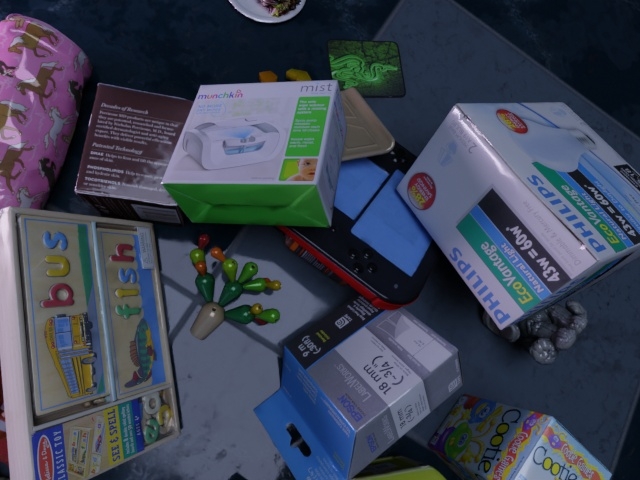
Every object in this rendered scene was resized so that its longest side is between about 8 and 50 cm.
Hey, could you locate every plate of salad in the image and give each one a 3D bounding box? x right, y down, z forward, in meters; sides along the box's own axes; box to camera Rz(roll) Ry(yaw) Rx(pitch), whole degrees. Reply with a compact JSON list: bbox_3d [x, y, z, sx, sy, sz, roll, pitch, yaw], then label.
[{"bbox_3d":[-0.127,-0.604,1.042,0.199,0.048,0.200,3,78,-13],"label":"plate of salad"}]

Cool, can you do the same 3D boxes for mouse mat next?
[{"bbox_3d":[0.112,-0.418,1.083,0.189,0.007,0.153,-5,80,-13],"label":"mouse mat"}]

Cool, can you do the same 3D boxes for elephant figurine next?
[{"bbox_3d":[0.435,0.140,0.978,0.239,0.186,0.169,39,34,23],"label":"elephant figurine"}]

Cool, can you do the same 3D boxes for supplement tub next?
[{"bbox_3d":[0.000,0.000,0.919,0.197,0.106,0.106,35,73,-5],"label":"supplement tub"}]

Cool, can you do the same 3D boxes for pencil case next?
[{"bbox_3d":[-0.551,-0.203,0.803,0.160,0.167,0.386,10,75,6],"label":"pencil case"}]

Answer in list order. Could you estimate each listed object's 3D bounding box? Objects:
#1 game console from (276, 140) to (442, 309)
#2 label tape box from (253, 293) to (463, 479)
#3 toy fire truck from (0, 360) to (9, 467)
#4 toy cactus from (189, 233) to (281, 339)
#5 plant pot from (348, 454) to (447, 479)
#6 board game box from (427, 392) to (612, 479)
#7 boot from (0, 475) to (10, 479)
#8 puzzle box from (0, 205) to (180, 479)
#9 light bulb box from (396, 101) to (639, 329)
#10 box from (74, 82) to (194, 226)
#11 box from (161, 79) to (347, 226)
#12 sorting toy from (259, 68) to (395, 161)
[{"bbox_3d":[0.109,-0.078,0.917,0.342,0.060,0.386,40,52,-1],"label":"game console"},{"bbox_3d":[0.050,0.256,0.809,0.333,0.240,0.106,-32,128,-18],"label":"label tape box"},{"bbox_3d":[-0.485,0.218,0.750,0.254,0.169,0.302,38,72,-29],"label":"toy fire truck"},{"bbox_3d":[-0.187,0.109,0.871,0.219,0.112,0.180,38,92,-6],"label":"toy cactus"},{"bbox_3d":[0.111,0.508,0.788,0.228,0.227,0.207,-3,73,-13],"label":"plant pot"},{"bbox_3d":[0.348,0.406,0.831,0.144,0.275,0.142,44,73,-1],"label":"board game box"},{"bbox_3d":[-0.472,0.520,0.714,0.269,0.089,0.236,24,75,-9],"label":"boot"},{"bbox_3d":[-0.369,0.157,0.731,0.052,0.272,0.409,-15,81,25],"label":"puzzle box"},{"bbox_3d":[0.415,-0.071,0.869,0.361,0.225,0.358,-13,59,-34],"label":"light bulb box"},{"bbox_3d":[-0.331,-0.149,0.838,0.166,0.168,0.203,7,77,-11],"label":"box"},{"bbox_3d":[-0.100,-0.152,0.780,0.261,0.127,0.231,3,61,14],"label":"box"},{"bbox_3d":[-0.009,-0.270,0.960,0.229,0.041,0.307,-17,57,-19],"label":"sorting toy"}]
